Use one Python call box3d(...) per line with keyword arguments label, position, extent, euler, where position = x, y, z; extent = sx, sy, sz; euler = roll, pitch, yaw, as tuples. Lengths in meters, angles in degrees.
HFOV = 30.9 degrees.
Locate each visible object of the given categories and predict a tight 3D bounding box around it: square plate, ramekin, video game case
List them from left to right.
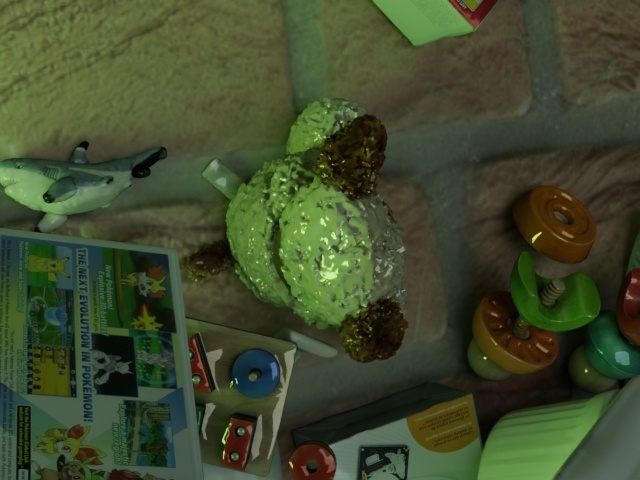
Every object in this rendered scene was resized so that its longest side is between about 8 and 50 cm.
box3d(label="video game case", position=(-0.253, 0.115, 0.963), extent=(0.299, 0.329, 0.036), euler=(7, 132, -20))
box3d(label="ramekin", position=(0.269, 0.300, 1.229), extent=(0.277, 0.135, 0.277), euler=(26, 60, -57))
box3d(label="square plate", position=(0.314, 0.335, 1.109), extent=(0.347, 0.049, 0.344), euler=(-20, 100, -61))

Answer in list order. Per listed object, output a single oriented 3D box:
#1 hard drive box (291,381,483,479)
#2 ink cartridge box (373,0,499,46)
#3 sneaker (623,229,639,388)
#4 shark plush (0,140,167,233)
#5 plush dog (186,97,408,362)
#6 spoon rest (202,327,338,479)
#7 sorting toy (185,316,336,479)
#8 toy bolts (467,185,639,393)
box3d(label="hard drive box", position=(0.089, 0.290, 1.230), extent=(0.181, 0.089, 0.232), euler=(-16, 99, -23))
box3d(label="ink cartridge box", position=(0.103, -0.410, 1.193), extent=(0.309, 0.130, 0.272), euler=(43, 73, -20))
box3d(label="sneaker", position=(0.436, 0.113, 1.369), extent=(0.127, 0.126, 0.321), euler=(1, 99, -22))
box3d(label="shark plush", position=(-0.219, -0.069, 1.097), extent=(0.161, 0.073, 0.067), euler=(-23, 71, -18))
box3d(label="plush dog", position=(0.000, 0.000, 1.103), extent=(0.210, 0.225, 0.263), euler=(-14, 98, -24))
box3d(label="spoon rest", position=(-0.073, 0.213, 1.169), extent=(0.137, 0.084, 0.276), euler=(25, 95, -22))
box3d(label="sorting toy", position=(-0.110, 0.146, 1.095), extent=(0.274, 0.046, 0.132), euler=(13, 91, 3))
box3d(label="toy bolts", position=(0.277, 0.078, 1.315), extent=(0.228, 0.158, 0.218), euler=(22, 42, -14))
